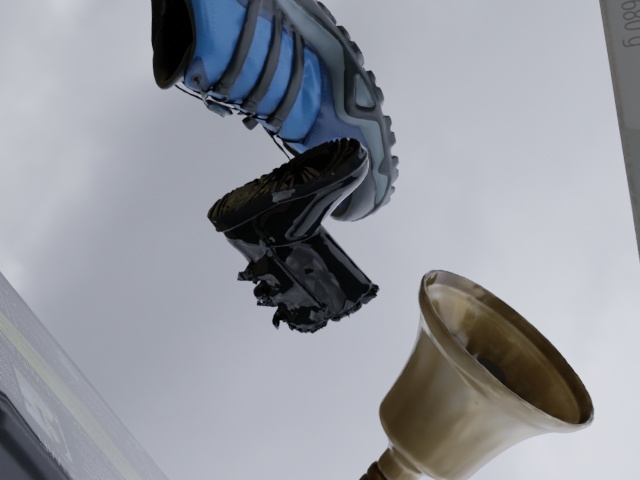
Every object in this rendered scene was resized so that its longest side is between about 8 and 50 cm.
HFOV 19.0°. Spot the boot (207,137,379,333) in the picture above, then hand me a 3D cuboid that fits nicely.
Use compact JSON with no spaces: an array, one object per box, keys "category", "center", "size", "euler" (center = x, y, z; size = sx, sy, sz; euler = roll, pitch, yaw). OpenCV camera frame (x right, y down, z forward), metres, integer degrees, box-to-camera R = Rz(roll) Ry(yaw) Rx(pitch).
[{"category":"boot","center":[0.000,0.000,1.154],"size":[0.121,0.099,0.045],"euler":[-25,-156,28]}]

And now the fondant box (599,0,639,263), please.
[{"category":"fondant box","center":[0.279,-0.129,0.782],"size":[0.330,0.238,0.096],"euler":[-9,-177,14]}]

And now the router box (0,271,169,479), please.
[{"category":"router box","center":[-0.147,0.124,0.982],"size":[0.081,0.309,0.243],"euler":[-35,-149,-1]}]

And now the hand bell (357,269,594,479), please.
[{"category":"hand bell","center":[0.034,0.147,1.116],"size":[0.242,0.126,0.126],"euler":[-50,-160,18]}]

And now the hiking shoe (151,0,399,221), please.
[{"category":"hiking shoe","center":[-0.052,-0.126,1.307],"size":[0.132,0.304,0.113],"euler":[-34,-150,-12]}]
